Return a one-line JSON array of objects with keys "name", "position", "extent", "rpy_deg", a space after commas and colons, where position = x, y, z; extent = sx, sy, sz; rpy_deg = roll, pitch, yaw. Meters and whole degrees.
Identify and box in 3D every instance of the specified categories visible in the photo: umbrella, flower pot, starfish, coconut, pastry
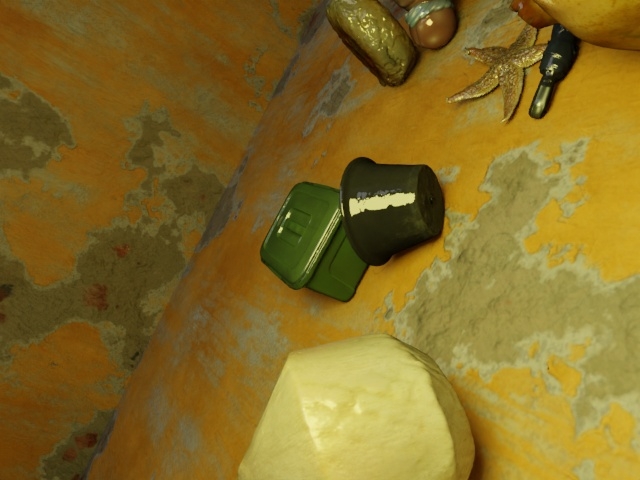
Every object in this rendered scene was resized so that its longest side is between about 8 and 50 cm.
[{"name": "umbrella", "position": [0.443, -0.342, 0.876], "extent": [0.070, 0.070, 0.249], "rpy_deg": [7, 75, 63]}, {"name": "flower pot", "position": [0.161, -0.070, 0.977], "extent": [0.148, 0.235, 0.236], "rpy_deg": [-9, 54, 34]}, {"name": "starfish", "position": [0.379, -0.359, 1.020], "extent": [0.231, 0.048, 0.296], "rpy_deg": [-2, 64, 50]}, {"name": "coconut", "position": [0.041, 0.285, 0.675], "extent": [0.329, 0.328, 0.329], "rpy_deg": [-42, 31, 34]}, {"name": "pastry", "position": [0.157, -0.584, 1.376], "extent": [0.136, 0.329, 0.330], "rpy_deg": [-44, 29, 10]}]

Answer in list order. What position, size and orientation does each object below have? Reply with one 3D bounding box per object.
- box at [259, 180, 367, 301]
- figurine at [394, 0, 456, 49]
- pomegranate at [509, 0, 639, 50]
[{"name": "box", "position": [0.000, 0.000, 1.211], "extent": [0.253, 0.177, 0.328], "rpy_deg": [-62, 27, 1]}, {"name": "figurine", "position": [0.326, -0.732, 1.230], "extent": [0.388, 0.248, 0.277], "rpy_deg": [-46, 26, 42]}, {"name": "pomegranate", "position": [0.435, -0.453, 0.653], "extent": [0.416, 0.416, 0.417], "rpy_deg": [-42, 31, 34]}]
